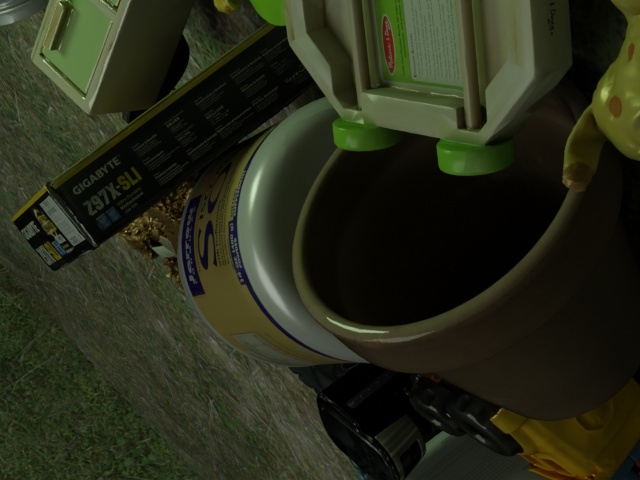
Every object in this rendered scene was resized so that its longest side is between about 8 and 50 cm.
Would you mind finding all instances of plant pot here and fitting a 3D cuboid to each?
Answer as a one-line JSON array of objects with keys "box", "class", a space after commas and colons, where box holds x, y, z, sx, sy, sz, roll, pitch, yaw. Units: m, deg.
[{"box": [0.144, 0.027, 1.210, 0.263, 0.263, 0.229, 30, 167, 50], "class": "plant pot"}]

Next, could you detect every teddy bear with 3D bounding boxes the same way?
[{"box": [-0.141, -0.027, 1.914, 0.245, 0.113, 0.338, 31, 156, 0], "class": "teddy bear"}]

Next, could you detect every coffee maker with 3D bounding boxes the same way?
[{"box": [0.086, 0.157, 1.642, 0.171, 0.178, 0.120, 24, 146, 55], "class": "coffee maker"}]

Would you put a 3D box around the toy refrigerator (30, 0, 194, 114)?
[{"box": [-0.176, -0.257, 1.435, 0.102, 0.094, 0.269, 43, 124, 27], "class": "toy refrigerator"}]

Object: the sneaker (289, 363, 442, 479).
[{"box": [0.036, 0.129, 1.787, 0.341, 0.140, 0.125, 56, -176, -14], "class": "sneaker"}]

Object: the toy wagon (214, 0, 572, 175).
[{"box": [0.040, -0.198, 1.135, 0.344, 0.068, 0.267, 17, 120, 49], "class": "toy wagon"}]

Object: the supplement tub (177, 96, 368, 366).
[{"box": [0.000, 0.000, 1.463, 0.241, 0.241, 0.331, 55, 161, -6], "class": "supplement tub"}]

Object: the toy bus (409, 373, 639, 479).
[{"box": [0.216, 0.156, 1.422, 0.211, 0.149, 0.220, 41, 167, -15], "class": "toy bus"}]

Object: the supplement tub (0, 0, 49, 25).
[{"box": [-0.407, -0.382, 1.905, 0.144, 0.144, 0.199, 26, 148, 54], "class": "supplement tub"}]

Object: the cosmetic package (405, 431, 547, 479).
[{"box": [0.257, 0.338, 1.594, 0.385, 0.156, 0.217, 19, 140, 61], "class": "cosmetic package"}]

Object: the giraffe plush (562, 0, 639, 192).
[{"box": [0.215, -0.127, 0.848, 0.210, 0.181, 0.170, 8, 123, 42], "class": "giraffe plush"}]

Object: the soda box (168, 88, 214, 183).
[{"box": [-0.170, -0.110, 1.972, 0.060, 0.053, 0.169, 36, 156, 42], "class": "soda box"}]

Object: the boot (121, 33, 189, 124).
[{"box": [-0.254, -0.265, 1.650, 0.229, 0.091, 0.263, 38, 153, 18], "class": "boot"}]

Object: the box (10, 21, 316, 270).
[{"box": [-0.134, -0.101, 1.478, 0.079, 0.322, 0.257, 53, 162, -4], "class": "box"}]
